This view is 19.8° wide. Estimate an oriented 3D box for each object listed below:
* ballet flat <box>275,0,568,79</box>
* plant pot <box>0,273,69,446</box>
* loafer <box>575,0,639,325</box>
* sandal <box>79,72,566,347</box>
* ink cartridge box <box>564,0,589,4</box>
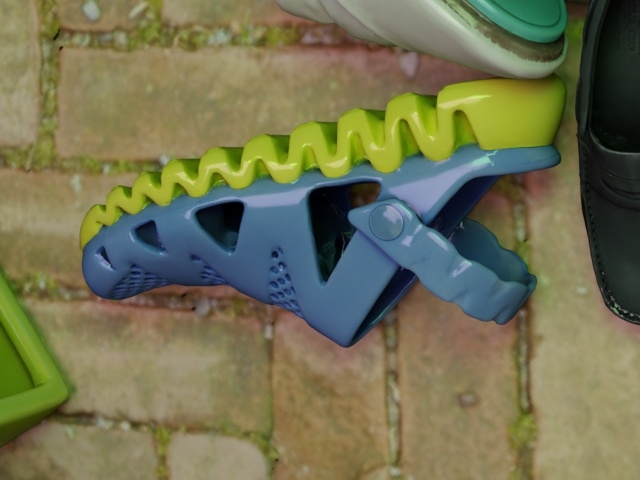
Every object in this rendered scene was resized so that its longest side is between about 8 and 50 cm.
[{"bbox_3d":[-0.006,-0.213,1.062,0.139,0.139,0.400,-43,67,20],"label":"ballet flat"},{"bbox_3d":[-0.340,0.084,1.177,0.207,0.228,0.227,-42,75,28],"label":"plant pot"},{"bbox_3d":[0.169,-0.053,0.986,0.076,0.078,0.223,7,114,24],"label":"loafer"},{"bbox_3d":[0.000,0.000,1.069,0.317,0.126,0.138,-13,91,26],"label":"sandal"},{"bbox_3d":[0.239,-0.237,0.985,0.224,0.045,0.223,4,95,24],"label":"ink cartridge box"}]
